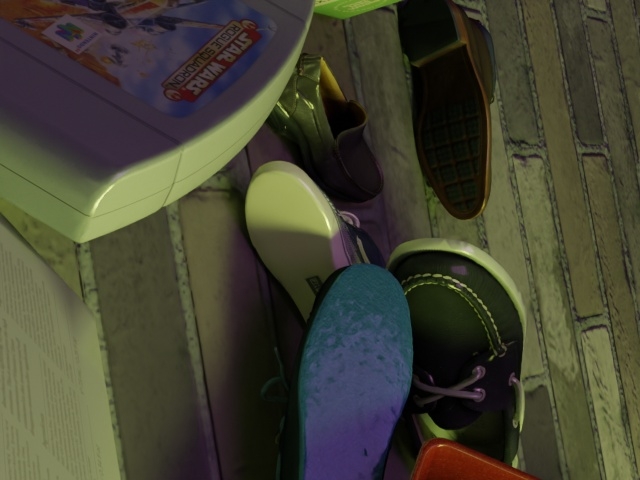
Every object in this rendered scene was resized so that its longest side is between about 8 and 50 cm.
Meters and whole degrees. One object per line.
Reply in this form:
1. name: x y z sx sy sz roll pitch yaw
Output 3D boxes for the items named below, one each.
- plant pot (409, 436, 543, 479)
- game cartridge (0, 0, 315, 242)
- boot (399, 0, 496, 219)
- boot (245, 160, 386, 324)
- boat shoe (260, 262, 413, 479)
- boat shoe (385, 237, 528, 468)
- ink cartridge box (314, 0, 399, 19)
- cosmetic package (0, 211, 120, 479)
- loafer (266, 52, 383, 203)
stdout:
1. plant pot: 0.130 0.347 1.009 0.267 0.267 0.236 -64 175 -45
2. game cartridge: -0.123 -0.120 0.875 0.297 0.198 0.062 -53 168 -51
3. boot: 0.144 -0.126 1.387 0.106 0.082 0.219 3 76 -55
4. boot: 0.000 0.000 1.139 0.086 0.069 0.190 -72 147 -50
5. boat shoe: -0.003 0.142 1.059 0.109 0.089 0.258 22 70 -19
6. boat shoe: 0.115 0.115 1.178 0.302 0.114 0.091 64 30 -48
7. ink cartridge box: -0.003 -0.262 1.074 0.353 0.207 0.119 -1 79 -57
8. cosmetic package: -0.193 0.068 0.604 0.284 0.097 0.377 57 6 -34
9. loafer: 0.012 -0.088 1.179 0.170 0.061 0.062 44 44 -44
